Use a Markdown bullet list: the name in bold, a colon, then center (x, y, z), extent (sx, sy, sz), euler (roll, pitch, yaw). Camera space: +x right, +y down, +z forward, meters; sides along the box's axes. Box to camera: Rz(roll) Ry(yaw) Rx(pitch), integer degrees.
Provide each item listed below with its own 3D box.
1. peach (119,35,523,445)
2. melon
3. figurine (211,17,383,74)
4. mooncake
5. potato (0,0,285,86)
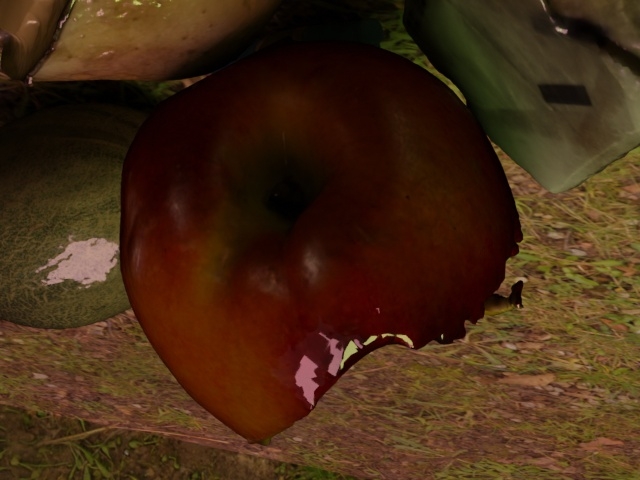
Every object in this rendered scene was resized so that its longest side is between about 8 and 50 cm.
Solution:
- **peach**: center (-0.010, -0.014, 1.473), extent (0.335, 0.310, 0.406), euler (-32, 178, 5)
- **melon**: center (-0.274, -0.028, 1.921), extent (0.329, 0.249, 0.248), euler (-19, 145, 38)
- **figurine**: center (-0.022, -0.118, 1.702), extent (0.262, 0.154, 0.180), euler (-17, 115, 46)
- **mooncake**: center (0.194, -0.182, 1.431), extent (0.250, 0.136, 0.254), euler (49, 154, 2)
- **potato**: center (-0.143, -0.230, 1.441), extent (0.242, 0.242, 0.285), euler (18, 143, -21)
